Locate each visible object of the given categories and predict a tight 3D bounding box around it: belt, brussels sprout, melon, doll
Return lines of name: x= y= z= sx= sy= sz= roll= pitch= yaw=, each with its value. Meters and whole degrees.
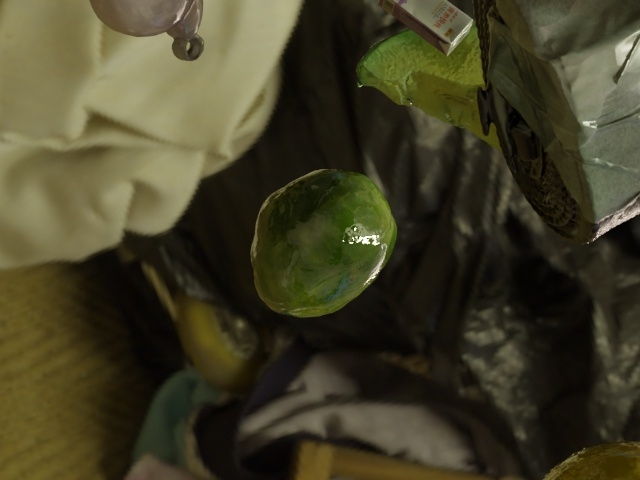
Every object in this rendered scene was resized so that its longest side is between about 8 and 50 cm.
belt: x=0.212 y=-0.129 z=1.249 sx=0.184 sy=0.164 sz=0.289 roll=55 pitch=-13 yaw=50
brussels sprout: x=0.005 y=0.000 z=1.529 sx=0.180 sy=0.144 sz=0.161 roll=-58 pitch=156 yaw=-61
melon: x=0.215 y=-0.211 z=1.968 sx=0.323 sy=0.196 sz=0.124 roll=22 pitch=53 yaw=2
doll: x=-0.161 y=-0.330 z=1.288 sx=0.160 sy=0.094 sz=0.365 roll=-33 pitch=121 yaw=-39

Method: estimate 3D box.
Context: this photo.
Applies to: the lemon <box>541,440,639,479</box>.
lemon: x=0.257 y=0.251 z=1.214 sx=0.206 sy=0.173 sz=0.173 roll=3 pitch=69 yaw=-39

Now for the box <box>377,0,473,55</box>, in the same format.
box: x=0.134 y=-0.292 z=1.864 sx=0.117 sy=0.036 sz=0.050 roll=36 pitch=73 yaw=9
